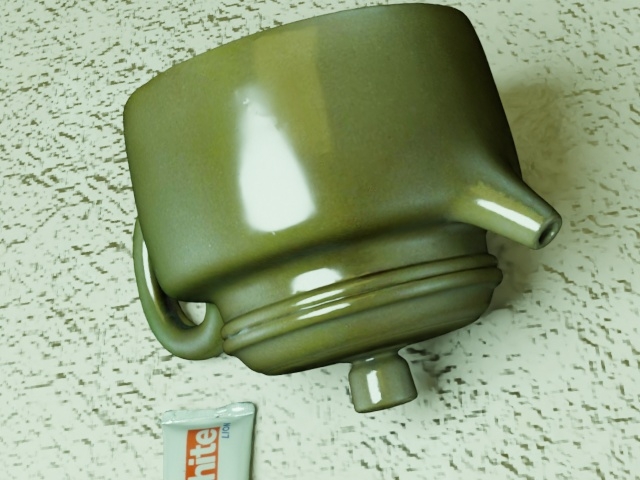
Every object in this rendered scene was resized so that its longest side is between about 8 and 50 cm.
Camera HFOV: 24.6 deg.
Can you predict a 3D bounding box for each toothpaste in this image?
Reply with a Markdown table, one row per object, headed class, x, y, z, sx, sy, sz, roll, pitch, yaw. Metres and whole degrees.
| class | x | y | z | sx | sy | sz | roll | pitch | yaw |
| --- | --- | --- | --- | --- | --- | --- | --- | --- | --- |
| toothpaste | -0.057 | 0.172 | 0.701 | 0.052 | 0.033 | 0.218 | -8 | 50 | 8 |

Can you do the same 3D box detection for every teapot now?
| class | x | y | z | sx | sy | sz | roll | pitch | yaw |
| --- | --- | --- | --- | --- | --- | --- | --- | --- | --- |
| teapot | 0.000 | 0.000 | 0.721 | 0.268 | 0.185 | 0.175 | -21 | 78 | 42 |
